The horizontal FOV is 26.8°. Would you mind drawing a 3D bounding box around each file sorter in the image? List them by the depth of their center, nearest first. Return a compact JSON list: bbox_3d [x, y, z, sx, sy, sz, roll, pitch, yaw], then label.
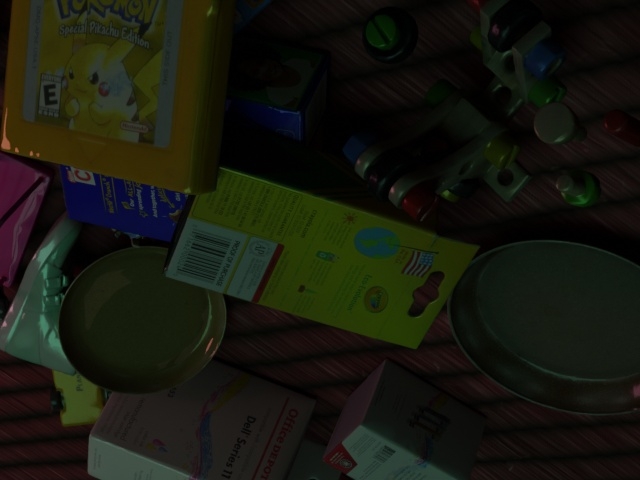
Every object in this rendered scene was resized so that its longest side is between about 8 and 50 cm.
[{"bbox_3d":[-0.550,-0.042,1.810,0.291,0.182,0.202,27,119,-1],"label":"file sorter"}]

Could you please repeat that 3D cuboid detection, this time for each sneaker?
[{"bbox_3d":[-0.352,0.078,1.918,0.151,0.094,0.256,26,117,-6],"label":"sneaker"}]

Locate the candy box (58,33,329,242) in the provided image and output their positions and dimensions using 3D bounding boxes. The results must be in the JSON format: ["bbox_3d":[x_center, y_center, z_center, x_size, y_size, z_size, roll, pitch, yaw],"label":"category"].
[{"bbox_3d":[-0.156,-0.122,1.619,0.317,0.122,0.268,13,137,10],"label":"candy box"}]

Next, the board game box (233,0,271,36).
[{"bbox_3d":[-0.096,-0.327,1.443,0.160,0.039,0.211,40,136,-16],"label":"board game box"}]

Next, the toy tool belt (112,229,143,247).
[{"bbox_3d":[-0.268,-0.031,1.820,0.083,0.051,0.052,42,136,-17],"label":"toy tool belt"}]

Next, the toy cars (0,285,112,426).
[{"bbox_3d":[-0.442,0.117,2.027,0.394,0.087,0.176,41,101,-15],"label":"toy cars"}]

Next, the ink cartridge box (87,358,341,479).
[{"bbox_3d":[-0.141,0.302,1.981,0.353,0.207,0.119,20,140,4],"label":"ink cartridge box"}]

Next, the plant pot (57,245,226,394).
[{"bbox_3d":[-0.251,0.108,1.889,0.236,0.032,0.236,-6,117,-12],"label":"plant pot"}]

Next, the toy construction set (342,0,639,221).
[{"bbox_3d":[0.206,-0.125,1.403,0.309,0.257,0.237,20,-175,30],"label":"toy construction set"}]

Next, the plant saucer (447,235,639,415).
[{"bbox_3d":[0.313,0.100,1.674,0.311,0.050,0.310,13,137,12],"label":"plant saucer"}]

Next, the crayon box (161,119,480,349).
[{"bbox_3d":[0.000,0.000,1.539,0.318,0.081,0.202,18,135,-10],"label":"crayon box"}]

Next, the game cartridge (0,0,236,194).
[{"bbox_3d":[-0.220,-0.231,1.431,0.285,0.053,0.323,13,104,30],"label":"game cartridge"}]

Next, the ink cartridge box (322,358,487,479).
[{"bbox_3d":[0.121,0.282,1.893,0.176,0.127,0.128,32,138,-7],"label":"ink cartridge box"}]
